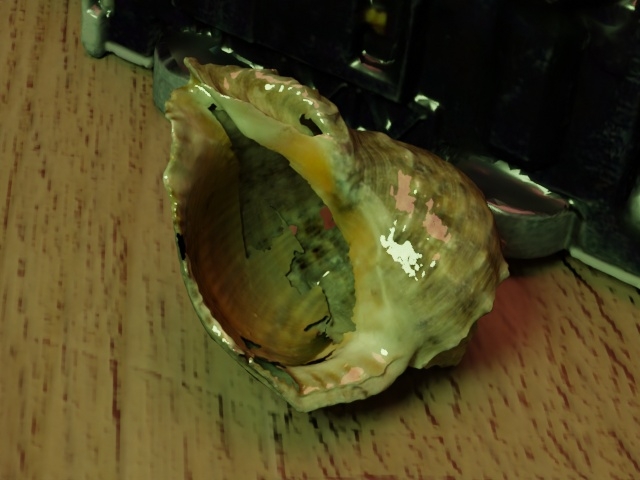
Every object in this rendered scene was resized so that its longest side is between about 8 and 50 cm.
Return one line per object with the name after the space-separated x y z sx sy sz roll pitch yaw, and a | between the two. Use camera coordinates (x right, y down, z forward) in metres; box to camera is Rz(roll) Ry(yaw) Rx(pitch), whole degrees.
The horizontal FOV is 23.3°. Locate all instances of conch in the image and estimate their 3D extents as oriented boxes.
0.000 0.000 0.742 0.130 0.207 0.155 -24 30 34 | conch

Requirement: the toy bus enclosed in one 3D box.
0.096 -0.156 0.908 0.440 0.209 0.249 25 39 23 | toy bus
